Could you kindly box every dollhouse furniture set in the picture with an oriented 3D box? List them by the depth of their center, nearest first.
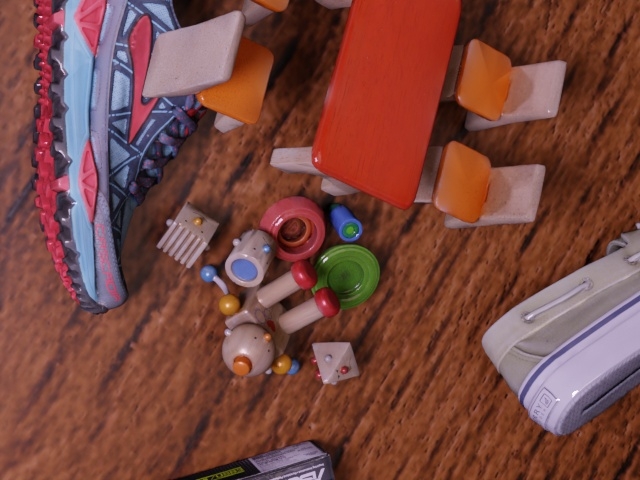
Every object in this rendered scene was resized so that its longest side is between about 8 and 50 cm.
[{"bbox_3d":[0.056,-0.152,0.745,0.262,0.135,0.259,22,76,-34],"label":"dollhouse furniture set"}]

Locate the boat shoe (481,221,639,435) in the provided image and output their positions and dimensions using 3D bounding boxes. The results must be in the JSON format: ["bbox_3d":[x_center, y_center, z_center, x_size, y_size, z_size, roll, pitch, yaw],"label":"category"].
[{"bbox_3d":[0.257,0.028,0.879,0.302,0.109,0.094,-30,61,-21],"label":"boat shoe"}]

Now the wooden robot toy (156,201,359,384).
[{"bbox_3d":[-0.041,0.053,0.781,0.076,0.079,0.173,-31,109,32],"label":"wooden robot toy"}]

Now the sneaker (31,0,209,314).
[{"bbox_3d":[-0.116,-0.082,0.746,0.125,0.104,0.262,0,95,-20],"label":"sneaker"}]

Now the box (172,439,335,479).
[{"bbox_3d":[-0.069,0.255,0.824,0.190,0.045,0.184,-14,102,-17],"label":"box"}]

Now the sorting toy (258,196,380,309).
[{"bbox_3d":[0.000,0.000,0.829,0.061,0.042,0.102,-43,119,6],"label":"sorting toy"}]
